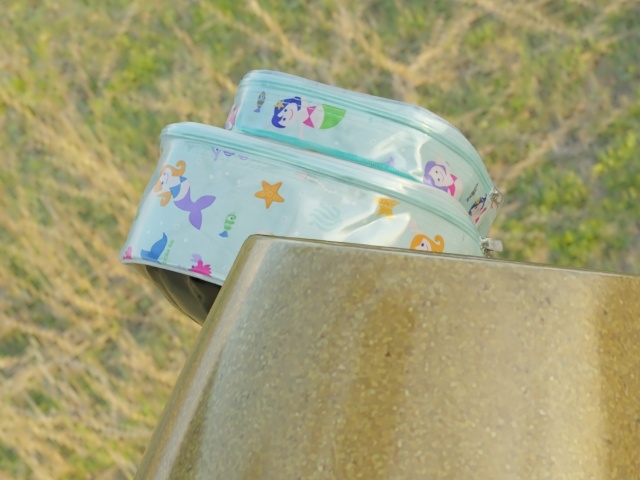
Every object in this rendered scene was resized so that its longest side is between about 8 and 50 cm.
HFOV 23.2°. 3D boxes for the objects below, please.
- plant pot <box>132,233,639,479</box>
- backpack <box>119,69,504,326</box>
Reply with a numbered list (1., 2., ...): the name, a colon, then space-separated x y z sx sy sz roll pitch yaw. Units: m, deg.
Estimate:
1. plant pot: 0.023 0.130 0.427 0.237 0.237 0.254 7 92 44
2. backpack: 0.000 0.000 0.996 0.225 0.253 0.191 17 87 19
